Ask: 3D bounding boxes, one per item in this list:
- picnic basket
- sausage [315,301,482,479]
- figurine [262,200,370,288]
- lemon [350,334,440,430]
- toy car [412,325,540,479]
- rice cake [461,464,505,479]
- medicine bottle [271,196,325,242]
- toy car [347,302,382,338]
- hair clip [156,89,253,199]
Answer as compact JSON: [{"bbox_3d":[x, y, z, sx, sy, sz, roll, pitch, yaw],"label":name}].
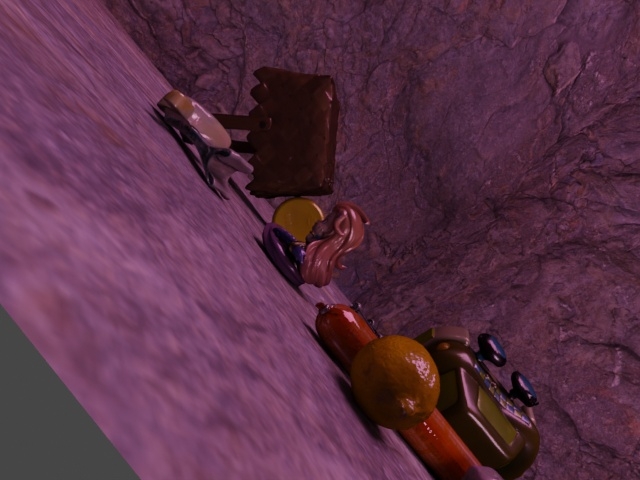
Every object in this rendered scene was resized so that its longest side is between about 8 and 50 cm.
[{"bbox_3d":[-0.115,-0.242,1.051,0.254,0.322,0.290,-1,96,-80],"label":"picnic basket"},{"bbox_3d":[0.103,0.198,0.528,0.347,0.053,0.053,52,-1,-14],"label":"sausage"},{"bbox_3d":[0.000,0.010,0.669,0.126,0.157,0.113,94,-21,-82],"label":"figurine"},{"bbox_3d":[0.068,0.129,0.417,0.082,0.082,0.110,52,3,-1],"label":"lemon"},{"bbox_3d":[0.224,0.280,0.709,0.247,0.204,0.198,50,23,-4],"label":"toy car"},{"bbox_3d":[0.287,0.420,0.512,0.399,0.064,0.070,51,9,-6],"label":"rice cake"},{"bbox_3d":[-0.055,-0.042,1.111,0.121,0.122,0.212,52,-1,-4],"label":"medicine bottle"},{"bbox_3d":[0.121,0.231,1.102,0.095,0.056,0.204,52,2,-39],"label":"toy car"},{"bbox_3d":[-0.180,-0.156,0.653,0.218,0.071,0.159,46,-2,35],"label":"hair clip"}]
